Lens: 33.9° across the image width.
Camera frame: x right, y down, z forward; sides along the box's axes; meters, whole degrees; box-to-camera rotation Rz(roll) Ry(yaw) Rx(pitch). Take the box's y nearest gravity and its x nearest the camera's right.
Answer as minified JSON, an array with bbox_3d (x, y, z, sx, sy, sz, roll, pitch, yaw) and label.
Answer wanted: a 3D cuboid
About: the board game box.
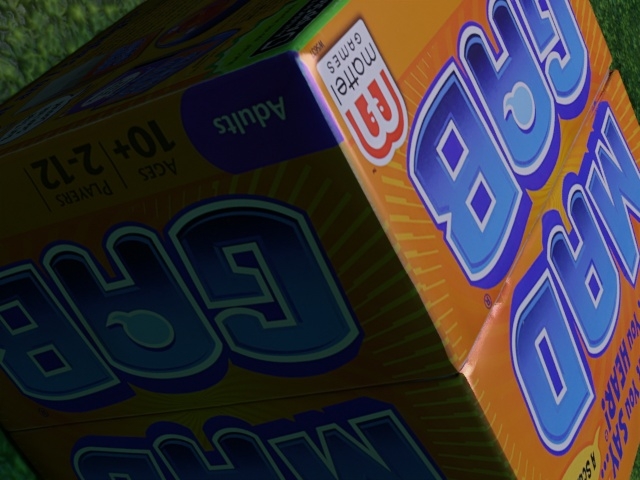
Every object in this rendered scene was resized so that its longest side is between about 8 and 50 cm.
[{"bbox_3d":[0.000,0.000,0.730,0.356,0.356,0.356,61,39,-21],"label":"board game box"}]
